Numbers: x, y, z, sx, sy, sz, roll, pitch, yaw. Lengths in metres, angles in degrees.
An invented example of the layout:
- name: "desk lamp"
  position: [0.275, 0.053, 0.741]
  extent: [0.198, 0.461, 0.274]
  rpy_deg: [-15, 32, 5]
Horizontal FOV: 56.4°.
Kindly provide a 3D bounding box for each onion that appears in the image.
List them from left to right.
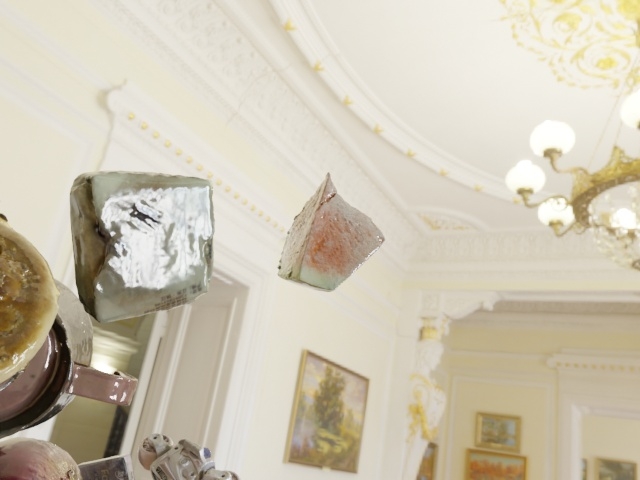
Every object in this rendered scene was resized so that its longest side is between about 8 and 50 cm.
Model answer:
- name: "onion"
  position: [-0.670, 0.562, 1.258]
  extent: [0.282, 0.336, 0.260]
  rpy_deg: [-12, -53, 9]

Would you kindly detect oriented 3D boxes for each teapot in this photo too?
- name: "teapot"
  position: [-0.507, 0.202, 1.007]
  extent: [0.376, 0.305, 0.362]
  rpy_deg: [20, -12, -18]

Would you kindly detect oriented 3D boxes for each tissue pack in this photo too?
- name: "tissue pack"
  position: [-0.598, 0.667, 1.669]
  extent: [0.156, 0.112, 0.051]
  rpy_deg: [-14, -7, 9]

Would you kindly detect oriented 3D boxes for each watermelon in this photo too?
- name: "watermelon"
  position: [0.000, 0.000, 1.301]
  extent: [0.193, 0.232, 0.310]
  rpy_deg: [47, 6, 0]

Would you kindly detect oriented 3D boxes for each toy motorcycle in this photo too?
- name: "toy motorcycle"
  position: [-0.260, 0.444, 1.134]
  extent: [0.254, 0.112, 0.112]
  rpy_deg: [14, -16, 31]

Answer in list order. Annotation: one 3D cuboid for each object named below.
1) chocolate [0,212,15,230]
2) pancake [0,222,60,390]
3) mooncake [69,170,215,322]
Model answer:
- name: "chocolate"
  position: [-0.998, 0.023, 1.629]
  extent: [0.162, 0.162, 0.445]
  rpy_deg: [12, 9, -6]
- name: "pancake"
  position: [-0.437, 0.060, 0.677]
  extent: [0.283, 0.282, 0.049]
  rpy_deg: [16, -48, -16]
- name: "mooncake"
  position: [-0.308, 0.003, 1.052]
  extent: [0.255, 0.250, 0.136]
  rpy_deg: [-3, 8, -37]
